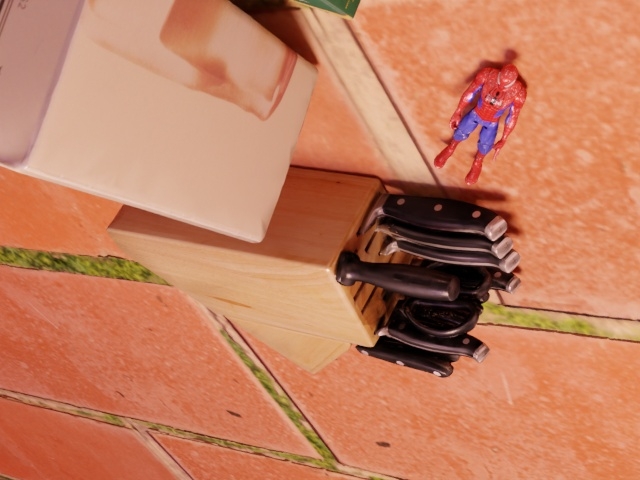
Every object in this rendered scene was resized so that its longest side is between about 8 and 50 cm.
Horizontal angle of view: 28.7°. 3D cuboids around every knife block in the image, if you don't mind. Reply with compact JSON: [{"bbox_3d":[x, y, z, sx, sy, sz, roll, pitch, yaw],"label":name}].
[{"bbox_3d":[0.000,0.000,0.917,0.275,0.088,0.242,34,150,-5],"label":"knife block"}]

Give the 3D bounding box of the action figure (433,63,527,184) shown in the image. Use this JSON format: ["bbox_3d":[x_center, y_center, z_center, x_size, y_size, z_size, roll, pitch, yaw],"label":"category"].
[{"bbox_3d":[0.100,-0.073,0.772,0.038,0.030,0.115,32,150,7],"label":"action figure"}]

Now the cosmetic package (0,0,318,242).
[{"bbox_3d":[-0.127,-0.095,0.707,0.153,0.129,0.296,20,180,18],"label":"cosmetic package"}]

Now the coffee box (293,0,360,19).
[{"bbox_3d":[-0.046,-0.162,0.653,0.113,0.040,0.184,21,-173,13],"label":"coffee box"}]
